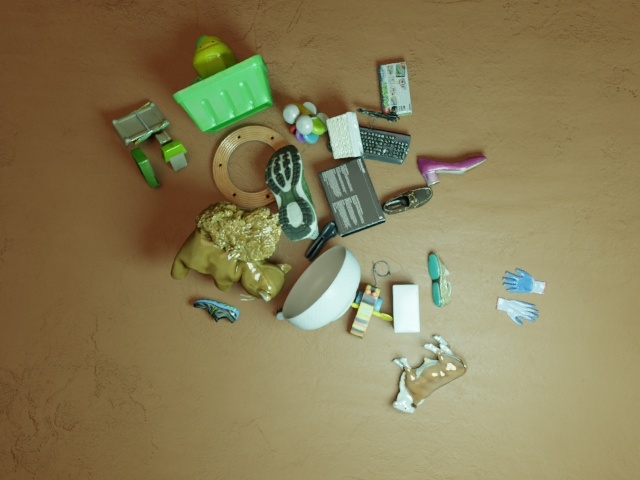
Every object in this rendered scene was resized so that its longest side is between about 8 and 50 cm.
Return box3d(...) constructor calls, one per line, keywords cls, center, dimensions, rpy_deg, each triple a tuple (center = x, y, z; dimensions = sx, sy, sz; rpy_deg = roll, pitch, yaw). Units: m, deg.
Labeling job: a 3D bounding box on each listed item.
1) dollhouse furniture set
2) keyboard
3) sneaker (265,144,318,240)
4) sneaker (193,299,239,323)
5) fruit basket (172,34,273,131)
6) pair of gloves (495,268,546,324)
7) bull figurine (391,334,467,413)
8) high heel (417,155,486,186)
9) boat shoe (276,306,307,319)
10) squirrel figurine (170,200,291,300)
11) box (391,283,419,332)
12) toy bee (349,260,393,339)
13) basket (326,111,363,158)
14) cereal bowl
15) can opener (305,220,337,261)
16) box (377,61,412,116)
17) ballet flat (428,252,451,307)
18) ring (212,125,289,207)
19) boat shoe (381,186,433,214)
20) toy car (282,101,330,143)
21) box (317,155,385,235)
box3d(cls="dollhouse furniture set", center=(-0.701, -0.401, 1.861), dimensions=(0.198, 0.151, 0.301), rpy_deg=(-32, 64, -17))
box3d(cls="keyboard", center=(0.195, -0.421, 1.755), dimensions=(0.318, 0.033, 0.201), rpy_deg=(11, 99, 7))
box3d(cls="sneaker", center=(-0.096, -0.172, 1.725), dimensions=(0.158, 0.182, 0.409), rpy_deg=(-17, 70, 15))
box3d(cls="sneaker", center=(-0.418, 0.280, 1.771), dimensions=(0.188, 0.067, 0.078), rpy_deg=(16, 81, 5))
box3d(cls="fruit basket", center=(-0.395, -0.649, 1.760), dimensions=(0.393, 0.283, 0.391), rpy_deg=(0, 102, -1))
box3d(cls="pair of gloves", center=(0.744, 0.212, 1.665), dimensions=(0.160, 0.023, 0.198), rpy_deg=(16, 87, 8))
box3d(cls="bull figurine", center=(0.377, 0.492, 1.645), dimensions=(0.311, 0.101, 0.188), rpy_deg=(-32, 81, 4))
box3d(cls="high heel", center=(0.499, -0.302, 1.710), dimensions=(0.244, 0.082, 0.117), rpy_deg=(-22, 82, 13))
box3d(cls="boat shoe", center=(-0.104, 0.273, 1.748), dimensions=(0.142, 0.049, 0.040), rpy_deg=(-11, 46, 1))
box3d(cls="squirrel figurine", center=(-0.285, 0.055, 1.621), dimensions=(0.371, 0.281, 0.396), rpy_deg=(35, 134, 4))
box3d(cls="box", center=(0.314, 0.247, 1.657), dimensions=(0.091, 0.130, 0.170), rpy_deg=(-1, 86, 7))
box3d(cls="toy bee", center=(0.168, 0.224, 1.662), dimensions=(0.196, 0.162, 0.297), rpy_deg=(-2, 85, 8))
box3d(cls="basket", center=(0.093, -0.396, 1.706), dimensions=(0.103, 0.113, 0.167), rpy_deg=(-10, 101, 15))
box3d(cls="cereal bowl", center=(0.023, 0.186, 1.613), dimensions=(0.141, 0.339, 0.339), rpy_deg=(41, 91, -16))
box3d(cls="can opener", center=(0.000, 0.000, 1.751), dimensions=(0.186, 0.073, 0.059), rpy_deg=(-53, 41, 13))
box3d(cls="box", center=(0.293, -0.595, 1.773), dimensions=(0.114, 0.036, 0.206), rpy_deg=(-6, 85, 6))
box3d(cls="ballet flat", center=(0.454, 0.148, 1.690), dimensions=(0.067, 0.073, 0.205), rpy_deg=(-4, 88, -21))
box3d(cls="ring", center=(-0.271, -0.298, 1.819), dimensions=(0.338, 0.032, 0.335), rpy_deg=(0, 86, 6))
box3d(cls="boat shoe", center=(0.336, -0.151, 1.716), dimensions=(0.207, 0.073, 0.073), rpy_deg=(-24, 82, 3))
box3d(cls="toy car", center=(-0.064, -0.454, 1.757), dimensions=(0.182, 0.159, 0.136), rpy_deg=(43, 129, 20))
box3d(cls="box", center=(0.122, -0.165, 1.726), dimensions=(0.185, 0.103, 0.260), rpy_deg=(-20, 83, 8))
